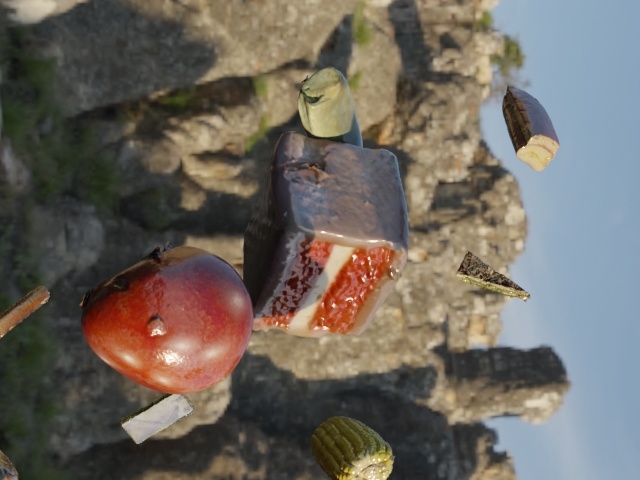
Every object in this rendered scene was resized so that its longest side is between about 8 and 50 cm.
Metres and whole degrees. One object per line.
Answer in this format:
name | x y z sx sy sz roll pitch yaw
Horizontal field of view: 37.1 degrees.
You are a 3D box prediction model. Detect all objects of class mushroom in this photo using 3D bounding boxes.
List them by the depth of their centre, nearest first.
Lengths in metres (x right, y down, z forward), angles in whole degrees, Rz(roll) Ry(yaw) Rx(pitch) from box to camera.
mushroom | 0.025 -0.179 1.647 0.100 0.081 0.312 -52 154 -15

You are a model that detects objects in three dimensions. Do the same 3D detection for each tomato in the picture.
tomato | -0.148 0.083 0.963 0.167 0.167 0.167 177 -90 -86

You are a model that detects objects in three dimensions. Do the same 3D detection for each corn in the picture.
corn | 0.036 0.275 1.235 0.085 0.063 0.165 -56 -161 -7

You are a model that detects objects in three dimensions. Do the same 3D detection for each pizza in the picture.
pizza | -0.546 0.144 1.586 0.195 0.185 0.052 -28 -79 48

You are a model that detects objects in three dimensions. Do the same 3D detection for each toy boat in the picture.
toy boat | -0.271 0.291 1.590 0.016 0.115 0.063 57 -5 50

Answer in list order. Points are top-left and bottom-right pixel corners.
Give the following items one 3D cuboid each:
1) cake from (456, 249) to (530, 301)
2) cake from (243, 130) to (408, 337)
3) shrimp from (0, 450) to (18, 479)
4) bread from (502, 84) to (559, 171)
cake | 0.297 0.075 1.657 0.140 0.055 0.051 36 -9 31
cake | 0.000 0.000 1.615 0.309 0.237 0.230 116 -21 -49
shrimp | -0.520 0.244 1.266 0.058 0.296 0.169 -58 148 -12
bread | 0.366 -0.184 1.638 0.119 0.067 0.192 45 25 -29
